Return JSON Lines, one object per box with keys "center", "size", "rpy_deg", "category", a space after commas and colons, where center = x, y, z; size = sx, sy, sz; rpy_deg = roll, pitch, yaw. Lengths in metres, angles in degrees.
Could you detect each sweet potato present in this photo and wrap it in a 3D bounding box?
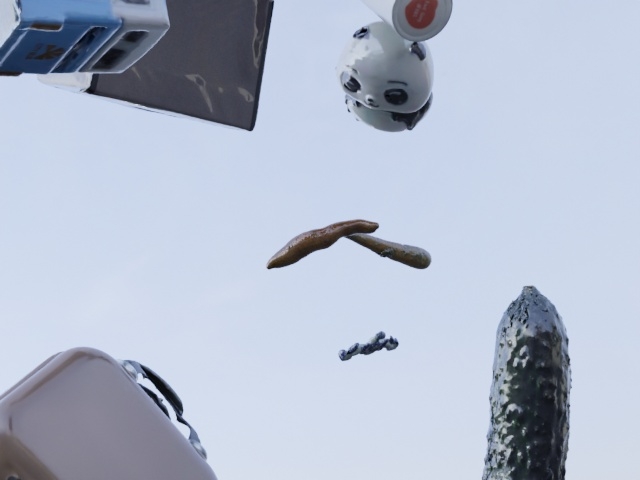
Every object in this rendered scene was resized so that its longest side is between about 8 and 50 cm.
{"center": [-0.001, 0.000, 1.405], "size": [0.179, 0.044, 0.044], "rpy_deg": [-23, -27, 1], "category": "sweet potato"}

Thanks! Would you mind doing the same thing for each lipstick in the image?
{"center": [0.079, -0.377, 1.338], "size": [0.087, 0.327, 0.087], "rpy_deg": [-10, -56, -16], "category": "lipstick"}

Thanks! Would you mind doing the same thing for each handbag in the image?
{"center": [-0.248, 0.263, 1.114], "size": [0.149, 0.283, 0.302], "rpy_deg": [-33, -77, 36], "category": "handbag"}

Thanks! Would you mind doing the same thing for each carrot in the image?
{"center": [0.130, 0.013, 1.953], "size": [0.255, 0.049, 0.049], "rpy_deg": [18, -35, -29], "category": "carrot"}

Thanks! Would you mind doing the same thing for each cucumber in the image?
{"center": [0.142, 0.155, 0.660], "size": [0.067, 0.245, 0.067], "rpy_deg": [10, -6, 1], "category": "cucumber"}

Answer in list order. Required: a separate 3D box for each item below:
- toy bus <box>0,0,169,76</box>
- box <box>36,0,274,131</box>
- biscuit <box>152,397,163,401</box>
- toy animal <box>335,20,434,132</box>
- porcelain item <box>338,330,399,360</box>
{"center": [-0.200, -0.266, 0.662], "size": [0.131, 0.297, 0.106], "rpy_deg": [-3, -13, -37], "category": "toy bus"}
{"center": [-0.205, -0.250, 1.174], "size": [0.153, 0.188, 0.252], "rpy_deg": [14, 7, 44], "category": "box"}
{"center": [-0.346, 0.253, 1.483], "size": [0.139, 0.016, 0.231], "rpy_deg": [-2, -8, 8], "category": "biscuit"}
{"center": [0.088, -0.245, 1.400], "size": [0.166, 0.138, 0.179], "rpy_deg": [17, -7, 8], "category": "toy animal"}
{"center": [0.103, 0.195, 1.824], "size": [0.136, 0.021, 0.075], "rpy_deg": [-8, -32, -31], "category": "porcelain item"}
